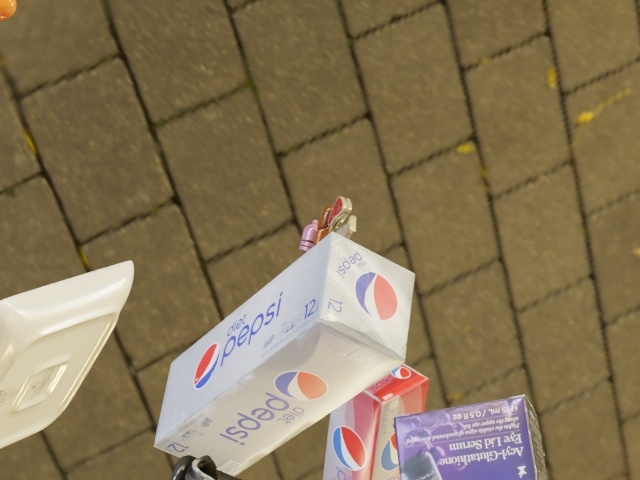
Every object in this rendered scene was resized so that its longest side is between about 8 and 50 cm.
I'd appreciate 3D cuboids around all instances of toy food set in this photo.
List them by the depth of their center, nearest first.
[{"bbox_3d":[0.000,0.000,1.360,0.019,0.078,0.122,17,132,-18],"label":"toy food set"}]

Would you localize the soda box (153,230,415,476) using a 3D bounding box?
[{"bbox_3d":[-0.038,0.109,1.235,0.091,0.098,0.286,27,138,-22],"label":"soda box"}]

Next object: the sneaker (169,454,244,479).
[{"bbox_3d":[-0.161,0.301,1.060,0.447,0.169,0.258,-15,116,-53],"label":"sneaker"}]

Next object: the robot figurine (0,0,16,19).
[{"bbox_3d":[-0.356,-0.202,1.183,0.158,0.219,0.128,-26,171,32],"label":"robot figurine"}]

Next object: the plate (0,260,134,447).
[{"bbox_3d":[-0.350,0.162,1.671,0.277,0.045,0.278,-56,164,23],"label":"plate"}]

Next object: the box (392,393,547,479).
[{"bbox_3d":[0.174,0.290,1.519,0.153,0.207,0.108,-12,157,13],"label":"box"}]

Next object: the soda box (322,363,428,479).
[{"bbox_3d":[0.063,0.278,1.749,0.092,0.083,0.263,-23,130,-40],"label":"soda box"}]
